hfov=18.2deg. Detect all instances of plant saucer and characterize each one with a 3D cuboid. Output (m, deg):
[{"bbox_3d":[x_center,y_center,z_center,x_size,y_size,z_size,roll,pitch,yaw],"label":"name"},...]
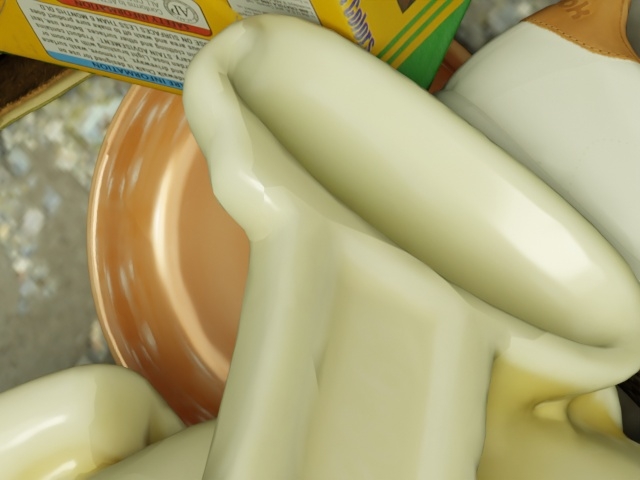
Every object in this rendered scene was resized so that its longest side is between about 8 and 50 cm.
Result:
[{"bbox_3d":[0.000,0.000,0.797,0.200,0.037,0.200,1,94,24],"label":"plant saucer"}]

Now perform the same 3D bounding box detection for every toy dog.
[{"bbox_3d":[-0.030,0.185,0.673,0.408,0.395,0.284,-44,32,37],"label":"toy dog"}]

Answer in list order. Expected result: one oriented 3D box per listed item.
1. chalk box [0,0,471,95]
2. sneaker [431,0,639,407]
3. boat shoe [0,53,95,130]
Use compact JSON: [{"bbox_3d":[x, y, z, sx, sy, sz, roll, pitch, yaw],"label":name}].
[{"bbox_3d":[-0.012,-0.210,0.690,0.180,0.179,0.289,16,65,25],"label":"chalk box"},{"bbox_3d":[0.167,0.026,0.687,0.123,0.106,0.290,-43,87,-9],"label":"sneaker"},{"bbox_3d":[-0.193,-0.066,0.836,0.307,0.111,0.104,-31,73,22],"label":"boat shoe"}]
